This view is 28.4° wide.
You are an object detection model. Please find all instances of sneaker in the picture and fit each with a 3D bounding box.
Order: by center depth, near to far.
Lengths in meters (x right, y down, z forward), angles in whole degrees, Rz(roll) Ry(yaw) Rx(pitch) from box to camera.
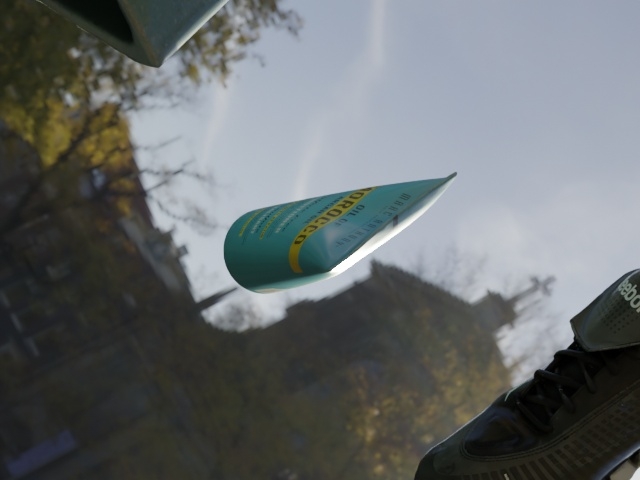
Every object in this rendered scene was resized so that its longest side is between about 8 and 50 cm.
[{"bbox_3d":[0.149,0.065,0.633,0.078,0.234,0.106,-123,-165,-59],"label":"sneaker"}]

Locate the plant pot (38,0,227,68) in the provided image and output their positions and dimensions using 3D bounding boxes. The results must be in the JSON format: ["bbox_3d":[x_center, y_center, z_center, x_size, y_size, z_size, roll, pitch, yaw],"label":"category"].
[{"bbox_3d":[-0.094,-0.283,0.611,0.248,0.252,0.247,33,-24,41],"label":"plant pot"}]

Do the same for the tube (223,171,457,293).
[{"bbox_3d":[0.000,0.000,0.679,0.052,0.080,0.207,51,-18,-10],"label":"tube"}]
